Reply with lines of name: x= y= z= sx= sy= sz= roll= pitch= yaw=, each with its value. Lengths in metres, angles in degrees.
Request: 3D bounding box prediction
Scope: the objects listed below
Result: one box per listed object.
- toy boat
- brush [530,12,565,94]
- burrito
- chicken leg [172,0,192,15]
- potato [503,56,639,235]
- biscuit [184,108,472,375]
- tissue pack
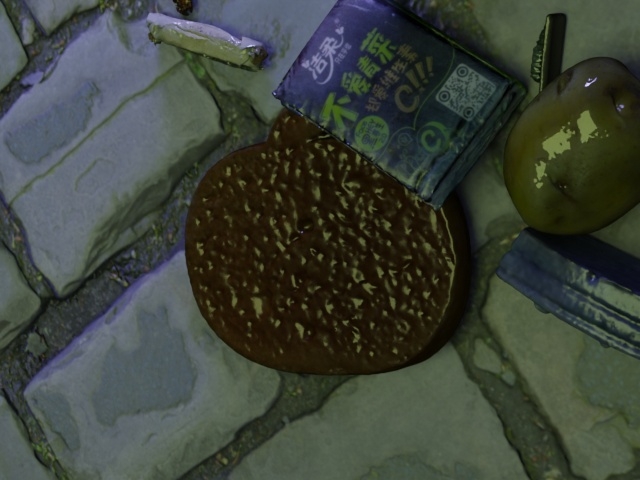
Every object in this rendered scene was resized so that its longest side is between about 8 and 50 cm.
toy boat: x=0.326 y=0.070 z=1.593 sx=0.283 sy=0.127 sz=0.078 roll=29 pitch=111 yaw=26
brush: x=0.243 y=-0.156 z=1.644 sx=0.027 sy=0.034 sz=0.190 roll=17 pitch=112 yaw=39
burrito: x=-0.143 y=-0.250 z=1.871 sx=0.185 sy=0.041 sz=0.045 roll=21 pitch=131 yaw=25
chicken leg: x=-0.175 y=-0.325 z=1.883 sx=0.036 sy=0.021 sz=0.083 roll=-8 pitch=98 yaw=44
potato: x=0.280 y=-0.095 z=1.570 sx=0.154 sy=0.137 sz=0.200 roll=49 pitch=122 yaw=11
biscuit: x=0.005 y=-0.002 z=1.823 sx=0.394 sy=0.070 sz=0.350 roll=5 pitch=103 yaw=32
tissue pack: x=0.087 y=-0.166 z=1.685 sx=0.235 sy=0.073 sz=0.173 roll=35 pitch=90 yaw=21
